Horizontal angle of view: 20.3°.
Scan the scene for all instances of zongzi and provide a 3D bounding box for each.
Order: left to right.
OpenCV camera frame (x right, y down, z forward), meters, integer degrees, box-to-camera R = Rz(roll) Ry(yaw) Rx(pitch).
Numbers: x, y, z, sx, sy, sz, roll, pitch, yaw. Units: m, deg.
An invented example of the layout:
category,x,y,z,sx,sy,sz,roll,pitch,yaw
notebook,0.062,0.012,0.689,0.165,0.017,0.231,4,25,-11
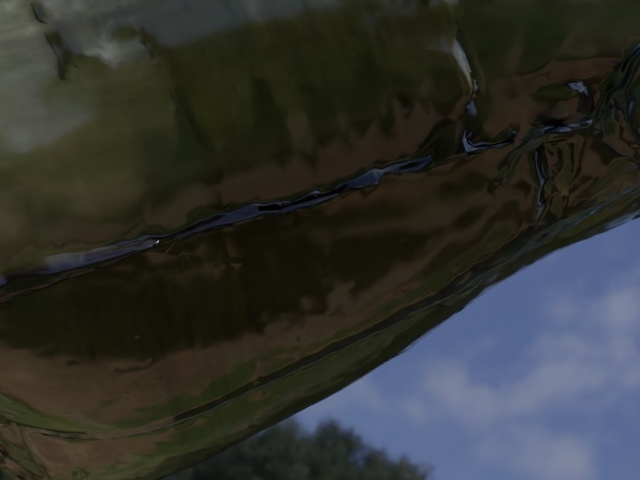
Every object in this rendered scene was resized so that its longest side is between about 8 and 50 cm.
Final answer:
category,x,y,z,sx,sy,sz,roll,pitch,yaw
zongzi,0.000,0.000,0.751,0.356,0.174,0.393,-16,-29,-5
